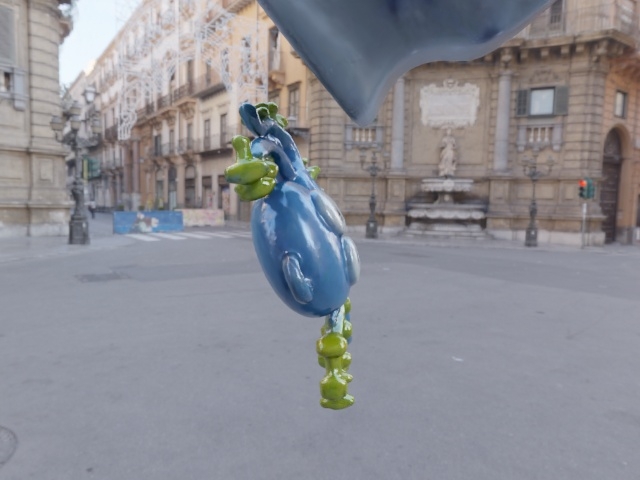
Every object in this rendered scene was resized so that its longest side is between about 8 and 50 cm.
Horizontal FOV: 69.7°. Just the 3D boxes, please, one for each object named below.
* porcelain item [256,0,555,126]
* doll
[{"bbox_3d":[0.133,-0.297,0.381,0.405,0.242,0.178,-38,22,13],"label":"porcelain item"},{"bbox_3d":[0.000,0.000,0.549,0.098,0.346,0.341,-14,17,13],"label":"doll"}]
